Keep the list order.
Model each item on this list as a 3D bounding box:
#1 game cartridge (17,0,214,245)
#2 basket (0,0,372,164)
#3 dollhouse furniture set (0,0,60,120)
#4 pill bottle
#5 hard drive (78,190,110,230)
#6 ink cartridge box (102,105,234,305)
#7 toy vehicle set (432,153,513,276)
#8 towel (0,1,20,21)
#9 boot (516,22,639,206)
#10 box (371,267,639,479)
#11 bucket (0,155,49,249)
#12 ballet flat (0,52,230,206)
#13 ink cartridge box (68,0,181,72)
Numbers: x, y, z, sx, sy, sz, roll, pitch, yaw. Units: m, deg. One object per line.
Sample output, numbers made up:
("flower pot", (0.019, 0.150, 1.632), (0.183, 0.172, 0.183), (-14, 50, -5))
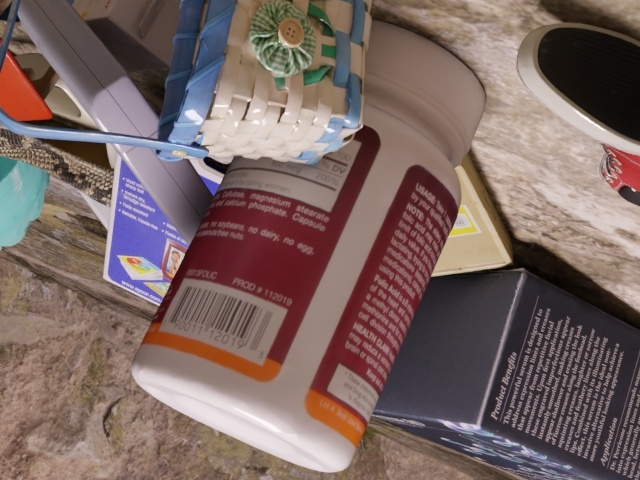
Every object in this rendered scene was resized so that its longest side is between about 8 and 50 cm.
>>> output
("game cartridge", (-0.183, -0.103, 1.149), (0.198, 0.062, 0.297), (54, 176, 34))
("basket", (-0.104, -0.189, 0.932), (0.289, 0.254, 0.201), (8, 168, -11))
("dollhouse furniture set", (-0.395, -0.227, 1.299), (0.262, 0.135, 0.259), (-2, 141, 24))
("pill bottle", (0.000, 0.000, 1.101), (0.224, 0.392, 0.224), (23, 164, 7))
("hard drive", (-0.323, -0.050, 1.754), (0.307, 0.040, 0.203), (53, 174, 11))
("ink cartridge box", (-0.110, -0.010, 1.392), (0.304, 0.072, 0.307), (26, 131, 11))
("toy vehicle set", (0.121, -0.028, 1.369), (0.166, 0.035, 0.267), (-8, 152, 18))
("towel", (-0.403, -0.306, 1.368), (0.067, 0.029, 0.119), (16, 161, 29))
("boot", (0.251, -0.095, 1.001), (0.244, 0.088, 0.176), (24, 166, -13))
("box", (0.299, 0.208, 1.592), (0.396, 0.211, 0.294), (26, 165, -26))
("bucket", (-0.560, -0.122, 1.759), (0.281, 0.281, 0.183), (23, 154, 4))
("ballet flat", (-0.299, -0.149, 1.530), (0.483, 0.164, 0.182), (21, 147, 20))
("ink cartridge box", (-0.191, -0.233, 1.177), (0.090, 0.092, 0.143), (37, 160, -36))
